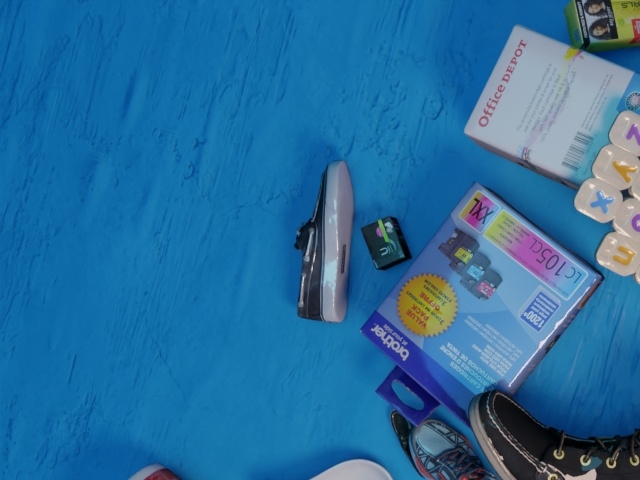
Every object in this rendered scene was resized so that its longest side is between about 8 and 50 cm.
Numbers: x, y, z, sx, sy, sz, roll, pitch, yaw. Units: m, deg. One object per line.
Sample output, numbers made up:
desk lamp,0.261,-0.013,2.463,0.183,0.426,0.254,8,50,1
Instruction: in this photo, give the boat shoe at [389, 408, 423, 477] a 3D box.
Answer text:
boat shoe,0.167,0.363,1.774,0.049,0.040,0.142,-35,75,15

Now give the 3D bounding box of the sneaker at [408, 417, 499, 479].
sneaker,0.257,0.400,1.682,0.104,0.125,0.262,-37,77,-19

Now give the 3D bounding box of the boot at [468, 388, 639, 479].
boot,0.439,0.323,1.506,0.377,0.138,0.284,47,125,-3

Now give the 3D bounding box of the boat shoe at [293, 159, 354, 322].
boat shoe,0.000,0.000,1.838,0.102,0.108,0.301,4,94,19

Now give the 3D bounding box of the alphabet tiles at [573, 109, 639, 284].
alphabet tiles,0.538,-0.066,1.514,0.278,0.021,0.284,25,95,-6

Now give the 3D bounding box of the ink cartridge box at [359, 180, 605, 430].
ink cartridge box,0.260,0.136,1.703,0.270,0.151,0.395,40,101,19

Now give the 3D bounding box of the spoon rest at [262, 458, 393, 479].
spoon rest,0.007,0.470,1.804,0.276,0.084,0.137,-7,84,21

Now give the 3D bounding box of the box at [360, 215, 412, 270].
box,0.121,0.005,1.815,0.062,0.052,0.083,-24,79,17

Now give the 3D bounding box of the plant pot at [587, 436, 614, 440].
plant pot,0.486,0.446,1.652,0.236,0.032,0.236,-2,84,20

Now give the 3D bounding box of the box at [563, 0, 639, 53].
box,0.528,-0.368,1.641,0.232,0.058,0.087,-7,82,-6

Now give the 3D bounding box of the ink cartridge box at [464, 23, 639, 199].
ink cartridge box,0.414,-0.200,1.642,0.270,0.197,0.198,28,96,20

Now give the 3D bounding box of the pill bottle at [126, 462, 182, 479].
pill bottle,-0.241,0.574,1.839,0.318,0.176,0.176,34,98,20
